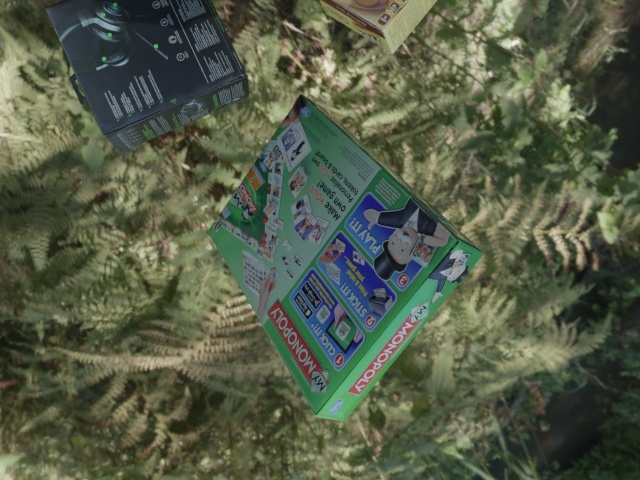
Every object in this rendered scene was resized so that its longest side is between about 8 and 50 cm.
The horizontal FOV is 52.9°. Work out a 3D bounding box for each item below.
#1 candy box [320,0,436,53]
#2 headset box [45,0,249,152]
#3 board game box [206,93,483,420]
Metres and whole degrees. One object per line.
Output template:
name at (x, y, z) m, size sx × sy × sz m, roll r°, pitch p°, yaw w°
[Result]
candy box at (0.160, -0.530, 1.207) m, size 0.316 × 0.183 × 0.087 m, roll -51°, pitch 156°, yaw 0°
headset box at (-0.304, -0.322, 1.132) m, size 0.283 × 0.247 × 0.131 m, roll -26°, pitch 178°, yaw -7°
board game box at (0.000, 0.000, 0.692) m, size 0.046 × 0.317 × 0.214 m, roll 23°, pitch 110°, yaw -42°
